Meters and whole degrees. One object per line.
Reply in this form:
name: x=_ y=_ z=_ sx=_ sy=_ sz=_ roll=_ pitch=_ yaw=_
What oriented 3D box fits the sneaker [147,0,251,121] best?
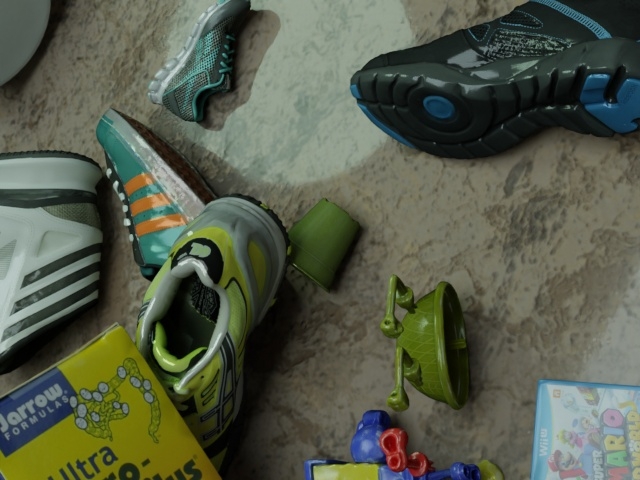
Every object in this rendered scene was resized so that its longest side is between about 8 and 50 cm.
sneaker: x=-0.124 y=-0.207 z=1.567 sx=0.076 sy=0.065 sz=0.166 roll=42 pitch=106 yaw=13

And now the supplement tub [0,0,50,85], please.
supplement tub: x=-0.518 y=-0.340 z=1.710 sx=0.325 sy=0.235 sz=0.235 roll=34 pitch=98 yaw=31

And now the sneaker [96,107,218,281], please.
sneaker: x=-0.179 y=-0.023 z=1.527 sx=0.121 sy=0.108 sz=0.302 roll=-46 pitch=63 yaw=10

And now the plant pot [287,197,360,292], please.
plant pot: x=0.000 y=0.000 z=1.442 sx=0.083 sy=0.083 sz=0.079 roll=36 pitch=87 yaw=30

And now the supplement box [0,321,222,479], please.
supplement box: x=-0.297 y=0.259 z=1.383 sx=0.195 sy=0.194 sz=0.356 roll=56 pitch=139 yaw=0

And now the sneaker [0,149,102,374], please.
sneaker: x=-0.473 y=0.041 z=1.577 sx=0.447 sy=0.169 sz=0.258 roll=-5 pitch=82 yaw=-2

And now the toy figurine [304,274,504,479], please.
toy figurine: x=0.038 y=0.229 z=1.314 sx=0.217 sy=0.191 sz=0.363 roll=-16 pitch=72 yaw=32

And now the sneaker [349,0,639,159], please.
sneaker: x=0.190 y=-0.170 z=1.357 sx=0.340 sy=0.125 sz=0.140 roll=0 pitch=53 yaw=33

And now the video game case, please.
video game case: x=0.280 y=0.195 z=1.272 sx=0.166 sy=0.015 sz=0.119 roll=1 pitch=81 yaw=31

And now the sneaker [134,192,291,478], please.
sneaker: x=-0.151 y=0.137 z=1.408 sx=0.145 sy=0.147 sz=0.385 roll=22 pitch=114 yaw=17
